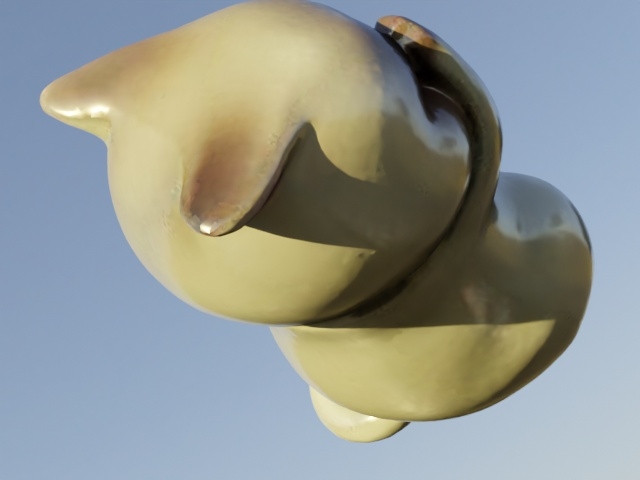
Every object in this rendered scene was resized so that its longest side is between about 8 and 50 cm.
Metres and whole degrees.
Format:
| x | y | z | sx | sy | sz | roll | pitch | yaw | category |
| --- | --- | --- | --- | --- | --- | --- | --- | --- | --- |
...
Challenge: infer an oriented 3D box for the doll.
| x | y | z | sx | sy | sz | roll | pitch | yaw | category |
| --- | --- | --- | --- | --- | --- | --- | --- | --- | --- |
| 0.026 | -0.012 | 0.750 | 0.226 | 0.215 | 0.370 | -44 | -40 | -3 | doll |
